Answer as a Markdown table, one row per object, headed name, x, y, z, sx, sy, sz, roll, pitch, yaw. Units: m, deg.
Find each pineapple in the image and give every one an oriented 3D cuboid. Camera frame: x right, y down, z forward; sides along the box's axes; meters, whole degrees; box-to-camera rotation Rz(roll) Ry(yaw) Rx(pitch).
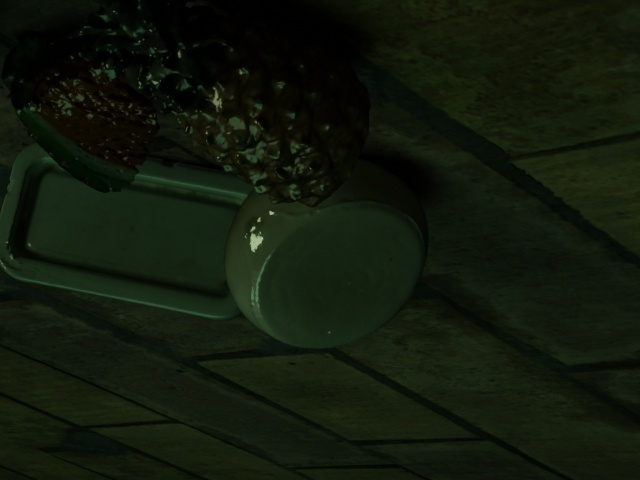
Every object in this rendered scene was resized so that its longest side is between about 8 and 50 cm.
| name | x | y | z | sx | sy | sz | roll | pitch | yaw |
| --- | --- | --- | --- | --- | --- | --- | --- | --- | --- |
| pineapple | -0.115 | -0.162 | 1.318 | 0.340 | 0.169 | 0.169 | 29 | 153 | -28 |

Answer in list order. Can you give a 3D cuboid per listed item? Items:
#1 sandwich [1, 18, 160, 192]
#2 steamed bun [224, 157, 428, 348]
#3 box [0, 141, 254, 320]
| name | x | y | z | sx | sy | sz | roll | pitch | yaw |
| --- | --- | --- | --- | --- | --- | --- | --- | --- | --- |
| sandwich | -0.225 | -0.145 | 1.507 | 0.160 | 0.109 | 0.185 | -22 | 142 | 24 |
| steamed bun | 0.000 | 0.000 | 1.624 | 0.232 | 0.145 | 0.232 | -12 | 129 | -15 |
| box | -0.218 | 0.003 | 1.778 | 0.312 | 0.175 | 0.182 | 11 | 167 | 3 |
